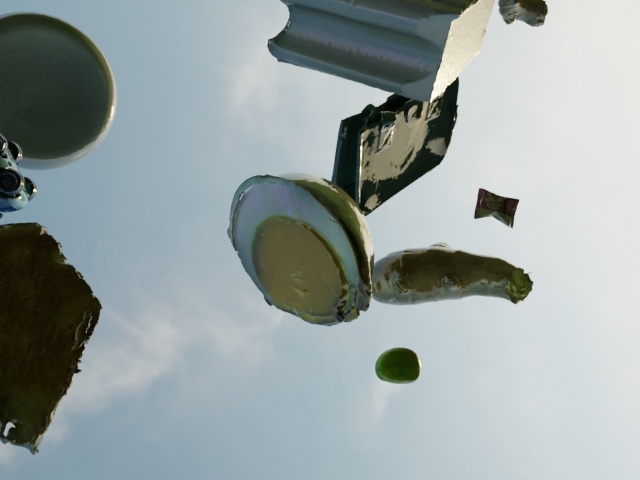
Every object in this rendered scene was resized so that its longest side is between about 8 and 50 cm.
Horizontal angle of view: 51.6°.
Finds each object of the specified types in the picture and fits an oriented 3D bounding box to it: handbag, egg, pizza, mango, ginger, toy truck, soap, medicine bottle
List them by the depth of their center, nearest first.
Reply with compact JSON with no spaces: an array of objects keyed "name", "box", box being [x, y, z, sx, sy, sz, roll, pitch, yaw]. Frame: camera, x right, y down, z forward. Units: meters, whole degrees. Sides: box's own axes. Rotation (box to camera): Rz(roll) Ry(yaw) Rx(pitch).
[{"name":"toy truck","box":[-0.301,-0.051,0.572,0.090,0.056,0.073,-22,-92,-10]},{"name":"pizza","box":[-0.357,0.103,0.780,0.189,0.071,0.297,-23,-116,-31]},{"name":"soap","box":[0.108,-0.363,1.062,0.302,0.159,0.258,24,-133,20]},{"name":"egg","box":[-0.001,-0.004,1.114,0.286,0.265,0.174,19,-143,39]},{"name":"medicine bottle","box":[-0.495,-0.254,1.135,0.244,0.306,0.245,-7,-75,-27]},{"name":"ginger","box":[0.357,-0.503,1.250,0.258,0.149,0.065,23,-157,-26]},{"name":"mango","box":[0.150,0.246,1.294,0.108,0.056,0.074,-4,-99,-38]},{"name":"handbag","box":[0.165,-0.210,1.413,0.326,0.239,0.089,-32,-125,-32]},{"name":"ginger","box":[0.297,0.091,1.551,0.236,0.375,0.166,3,-83,-75]}]

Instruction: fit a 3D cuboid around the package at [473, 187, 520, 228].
[{"name":"package","box":[0.325,-0.059,1.219,0.083,0.029,0.059,14,-94,-10]}]
